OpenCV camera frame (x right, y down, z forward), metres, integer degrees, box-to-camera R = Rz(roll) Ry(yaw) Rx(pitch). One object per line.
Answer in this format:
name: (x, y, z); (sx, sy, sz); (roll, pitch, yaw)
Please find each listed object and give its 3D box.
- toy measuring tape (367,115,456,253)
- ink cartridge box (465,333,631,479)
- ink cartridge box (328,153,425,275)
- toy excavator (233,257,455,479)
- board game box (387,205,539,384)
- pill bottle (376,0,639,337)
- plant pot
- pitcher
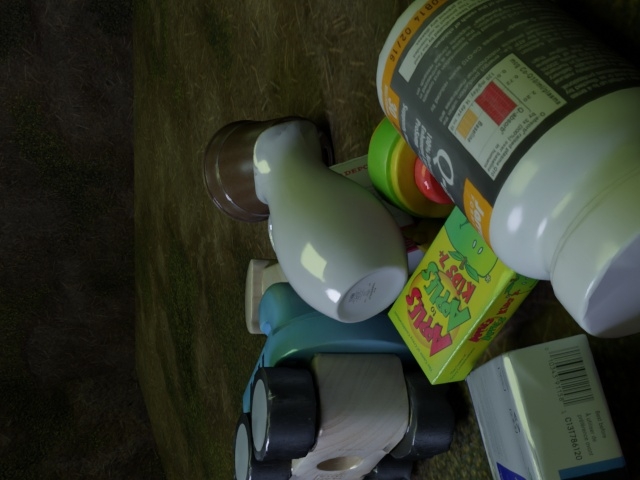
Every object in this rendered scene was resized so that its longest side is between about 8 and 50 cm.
toy measuring tape: (0.106, -0.141, 0.735); (0.121, 0.121, 0.330); (-145, 51, -60)
ink cartridge box: (0.183, 0.178, 0.624); (0.332, 0.065, 0.165); (66, -170, -77)
ink cartridge box: (0.049, -0.020, 0.905); (0.063, 0.109, 0.150); (80, 169, -57)
toy excavator: (-0.015, 0.140, 1.059); (0.433, 0.222, 0.445); (114, 155, -53)
board game box: (0.137, 0.040, 0.687); (0.092, 0.043, 0.181); (59, 135, 37)
pill bottle: (0.167, -0.073, 0.552); (0.278, 0.162, 0.162); (-119, 30, -41)
plant pot: (-0.073, -0.116, 1.128); (0.165, 0.167, 0.167); (-6, 92, 59)
pitcher: (0.000, 0.000, 0.795); (0.207, 0.126, 0.177); (56, 152, 34)
